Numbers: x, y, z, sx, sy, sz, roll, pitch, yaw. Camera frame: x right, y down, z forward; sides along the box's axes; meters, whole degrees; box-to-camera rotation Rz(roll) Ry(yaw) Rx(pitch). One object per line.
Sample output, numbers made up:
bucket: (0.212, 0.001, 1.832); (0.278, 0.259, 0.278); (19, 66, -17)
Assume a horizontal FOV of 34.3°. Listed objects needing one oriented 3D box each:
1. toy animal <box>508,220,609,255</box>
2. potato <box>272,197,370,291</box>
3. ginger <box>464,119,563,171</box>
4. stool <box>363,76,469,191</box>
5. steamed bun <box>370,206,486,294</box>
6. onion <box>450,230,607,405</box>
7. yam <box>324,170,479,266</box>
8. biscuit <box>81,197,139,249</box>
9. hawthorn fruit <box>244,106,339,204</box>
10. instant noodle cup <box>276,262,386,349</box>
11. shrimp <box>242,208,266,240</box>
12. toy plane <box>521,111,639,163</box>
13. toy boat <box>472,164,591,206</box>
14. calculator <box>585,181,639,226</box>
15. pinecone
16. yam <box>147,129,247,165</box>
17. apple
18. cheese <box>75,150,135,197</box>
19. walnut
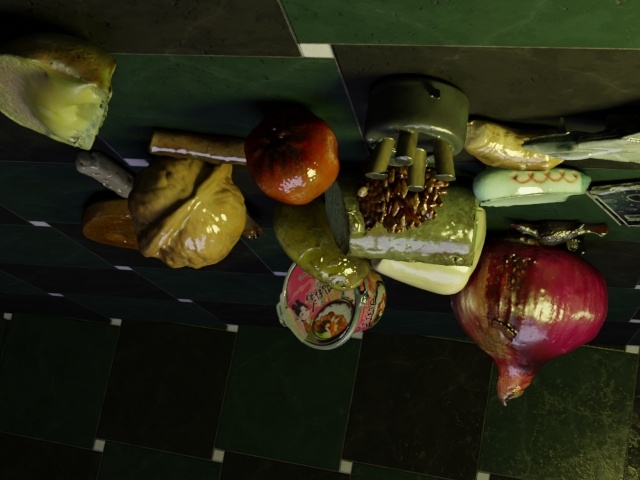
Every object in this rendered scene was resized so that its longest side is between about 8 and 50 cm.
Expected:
toy animal: (0.492, -0.020, 2.180); (0.202, 0.070, 0.105); (9, 153, -5)
potato: (0.000, 0.000, 2.153); (0.251, 0.149, 0.113); (50, 155, 3)
ginger: (0.307, -0.152, 1.659); (0.190, 0.069, 0.095); (7, 144, -2)
stool: (0.147, -0.152, 1.574); (0.153, 0.139, 0.228); (4, 164, 13)
steamed bun: (0.208, 0.010, 2.125); (0.225, 0.200, 0.170); (18, 142, -2)
onion: (0.450, 0.179, 2.299); (0.348, 0.385, 0.348); (9, -175, -1)
yam: (0.155, -0.041, 1.957); (0.304, 0.168, 0.168); (5, 166, 1)
biscuit: (-0.397, -0.037, 2.424); (0.314, 0.063, 0.367); (8, 166, -20)
hawthorn fruit: (-0.036, -0.132, 1.697); (0.157, 0.157, 0.194); (0, 169, 20)
instant noodle cup: (0.053, 0.145, 2.675); (0.302, 0.258, 0.181); (-5, 178, 40)
shrimp: (-0.220, -0.055, 2.274); (0.152, 0.063, 0.287); (2, 163, 21)
toy plane: (0.444, -0.156, 1.575); (0.267, 0.088, 0.212); (9, 167, 21)
toy boat: (0.371, -0.106, 1.851); (0.207, 0.079, 0.134); (-3, 176, -12)
calculator: (0.618, -0.066, 1.973); (0.165, 0.028, 0.274); (-3, 164, 32)
pinecone: (0.142, -0.088, 1.806); (0.173, 0.173, 0.173); (5, 166, 1)
yam: (-0.187, -0.160, 1.846); (0.241, 0.057, 0.057); (6, 166, -7)
apple: (-0.391, -0.236, 1.494); (0.193, 0.120, 0.265); (22, 160, -12)
cheese: (-0.422, -0.133, 2.082); (0.065, 0.043, 0.194); (-4, 162, 18)
walnut: (-0.246, -0.060, 1.933); (0.224, 0.257, 0.257); (43, 159, -6)
